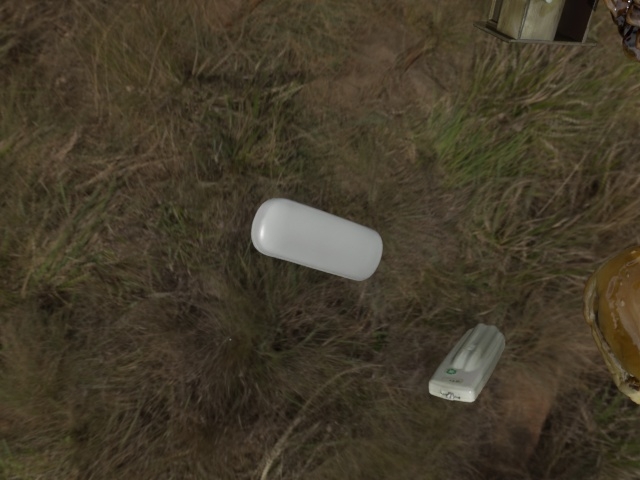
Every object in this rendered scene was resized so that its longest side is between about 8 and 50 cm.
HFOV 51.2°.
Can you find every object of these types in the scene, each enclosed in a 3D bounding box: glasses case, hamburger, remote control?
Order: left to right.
[{"bbox_3d":[0.000,0.000,1.029,0.234,0.059,0.092,16,93,-35],"label":"glasses case"},{"bbox_3d":[0.288,0.229,1.283,0.090,0.230,0.049,8,115,29],"label":"remote control"},{"bbox_3d":[0.653,0.141,1.225,0.284,0.174,0.304,-20,73,-8],"label":"hamburger"}]

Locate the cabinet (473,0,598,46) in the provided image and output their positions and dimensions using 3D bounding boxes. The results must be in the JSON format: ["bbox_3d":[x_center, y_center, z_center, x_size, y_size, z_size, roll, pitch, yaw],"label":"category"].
[{"bbox_3d":[0.444,-0.485,1.308,0.215,0.148,0.174,-4,123,-18],"label":"cabinet"}]

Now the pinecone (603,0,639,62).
[{"bbox_3d":[0.715,-0.461,1.191,0.385,0.384,0.384,1,81,-8],"label":"pinecone"}]
